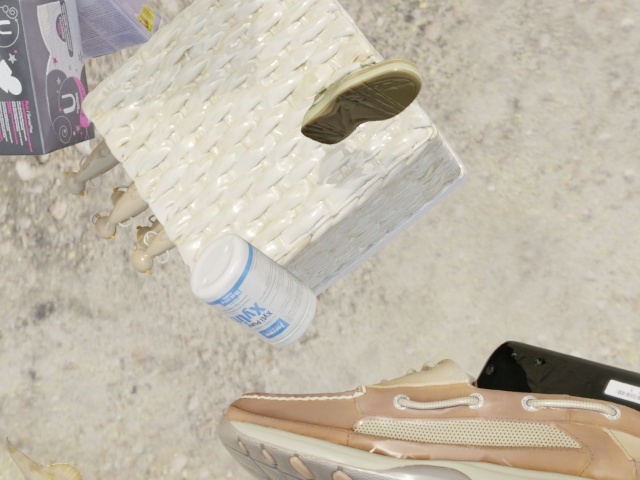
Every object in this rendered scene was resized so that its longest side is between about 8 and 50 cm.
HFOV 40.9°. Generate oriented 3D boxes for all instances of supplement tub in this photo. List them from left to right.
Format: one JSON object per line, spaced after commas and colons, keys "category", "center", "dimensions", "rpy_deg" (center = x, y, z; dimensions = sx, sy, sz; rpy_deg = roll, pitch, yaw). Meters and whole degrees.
{"category": "supplement tub", "center": [-0.063, 0.048, 0.812], "dimensions": [0.107, 0.071, 0.071], "rpy_deg": [37, 98, -32]}

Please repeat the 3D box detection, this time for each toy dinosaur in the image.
{"category": "toy dinosaur", "center": [-0.343, 0.304, 1.056], "dimensions": [0.092, 0.053, 0.183], "rpy_deg": [-42, 115, 0]}

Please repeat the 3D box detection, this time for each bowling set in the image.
{"category": "bowling set", "center": [-0.347, -0.054, 1.692], "dimensions": [0.154, 0.287, 0.200], "rpy_deg": [-40, 161, 11]}

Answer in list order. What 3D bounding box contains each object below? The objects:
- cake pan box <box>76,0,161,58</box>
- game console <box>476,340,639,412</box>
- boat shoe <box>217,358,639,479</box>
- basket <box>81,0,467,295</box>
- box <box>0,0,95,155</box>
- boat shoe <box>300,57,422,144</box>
{"category": "cake pan box", "center": [-0.458, -0.424, 1.517], "dimensions": [0.266, 0.070, 0.246], "rpy_deg": [-5, 148, 32]}
{"category": "game console", "center": [0.263, 0.271, 0.784], "dimensions": [0.342, 0.386, 0.060], "rpy_deg": [-52, 135, -28]}
{"category": "boat shoe", "center": [0.082, 0.151, 0.620], "dimensions": [0.324, 0.116, 0.123], "rpy_deg": [7, 140, 23]}
{"category": "basket", "center": [-0.053, -0.121, 1.041], "dimensions": [0.331, 0.266, 0.328], "rpy_deg": [-38, 77, 9]}
{"category": "box", "center": [-0.487, -0.276, 1.429], "dimensions": [0.142, 0.163, 0.247], "rpy_deg": [3, 108, 18]}
{"category": "boat shoe", "center": [0.035, -0.131, 0.759], "dimensions": [0.056, 0.153, 0.048], "rpy_deg": [22, 66, -23]}
